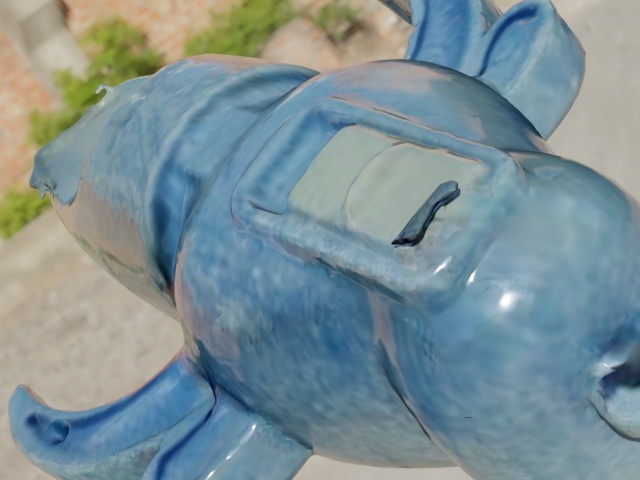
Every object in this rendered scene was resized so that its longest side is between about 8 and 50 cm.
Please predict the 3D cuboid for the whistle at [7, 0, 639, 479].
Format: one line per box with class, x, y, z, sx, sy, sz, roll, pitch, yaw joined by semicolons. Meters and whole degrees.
whistle;0.000;0.000;0.433;0.180;0.093;0.269;-52;31;-9
